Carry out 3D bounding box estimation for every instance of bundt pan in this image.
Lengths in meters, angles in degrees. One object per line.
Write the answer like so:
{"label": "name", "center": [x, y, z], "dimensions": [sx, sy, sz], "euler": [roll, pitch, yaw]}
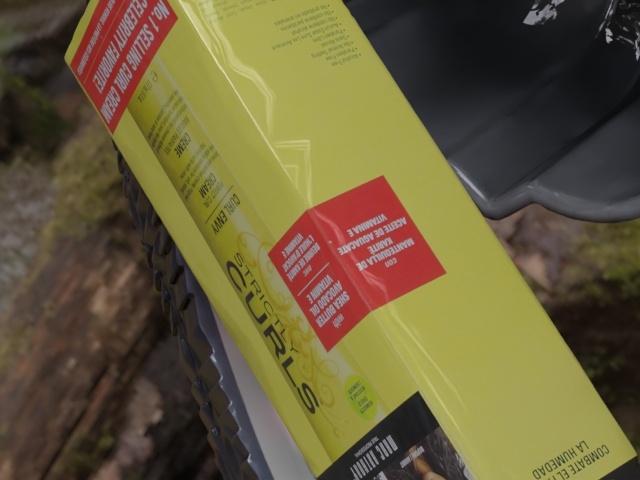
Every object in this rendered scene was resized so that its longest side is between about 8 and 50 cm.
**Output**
{"label": "bundt pan", "center": [0.088, -0.180, 0.604], "dimensions": [0.124, 0.331, 0.331], "euler": [-27, 19, -37]}

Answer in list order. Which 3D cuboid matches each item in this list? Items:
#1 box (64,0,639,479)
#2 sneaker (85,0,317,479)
{"label": "box", "center": [0.006, 0.006, 0.545], "dimensions": [0.058, 0.232, 0.087], "euler": [-24, -13, -32]}
{"label": "sneaker", "center": [0.000, 0.000, 0.684], "dimensions": [0.131, 0.319, 0.112], "euler": [-19, -2, -13]}
